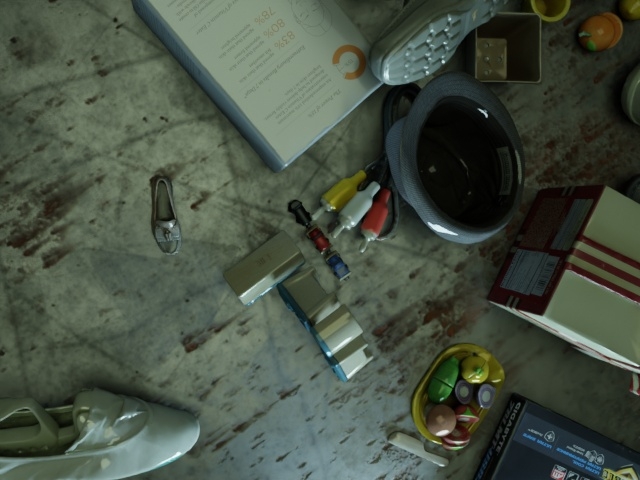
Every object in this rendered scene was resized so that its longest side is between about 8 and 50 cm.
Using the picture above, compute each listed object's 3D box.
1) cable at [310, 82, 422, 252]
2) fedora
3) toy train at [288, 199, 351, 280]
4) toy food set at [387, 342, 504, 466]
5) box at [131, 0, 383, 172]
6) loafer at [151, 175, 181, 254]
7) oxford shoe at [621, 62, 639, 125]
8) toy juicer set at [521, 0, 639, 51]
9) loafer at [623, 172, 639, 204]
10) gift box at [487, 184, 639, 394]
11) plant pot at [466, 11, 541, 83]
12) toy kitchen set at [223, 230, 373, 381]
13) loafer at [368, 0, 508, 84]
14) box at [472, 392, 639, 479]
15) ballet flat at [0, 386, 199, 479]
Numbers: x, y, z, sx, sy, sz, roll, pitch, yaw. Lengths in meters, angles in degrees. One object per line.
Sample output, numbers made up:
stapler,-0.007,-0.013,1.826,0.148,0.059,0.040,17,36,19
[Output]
cable,0.110,-0.113,1.264,0.139,0.072,0.287,34,86,-14
fedora,0.193,-0.123,1.230,0.275,0.124,0.244,34,73,-30
toy train,0.000,0.000,1.267,0.027,0.036,0.158,-37,97,-6
toy food set,0.223,0.276,1.294,0.128,0.071,0.218,33,87,-9
box,-0.093,-0.302,1.177,0.215,0.168,0.345,-41,97,-6
loafer,-0.244,-0.038,1.225,0.045,0.039,0.125,-8,93,-10
oxford shoe,0.708,-0.331,1.301,0.449,0.130,0.169,-38,127,-3
toy juicer set,0.492,-0.471,1.306,0.209,0.089,0.329,28,87,-9
loafer,0.651,-0.034,1.356,0.302,0.095,0.109,25,111,-5
gift box,0.454,0.076,1.230,0.258,0.276,0.255,27,93,-10
plant pot,0.286,-0.304,1.274,0.108,0.096,0.109,-1,93,-9
toy kitchen set,-0.033,0.123,1.255,0.122,0.166,0.207,-36,60,-7
loafer,0.166,-0.335,1.150,0.111,0.112,0.319,33,57,24
box,0.399,0.453,1.330,0.295,0.073,0.293,27,87,-8
ballet flat,-0.383,0.283,1.156,0.400,0.139,0.139,-7,93,-6
